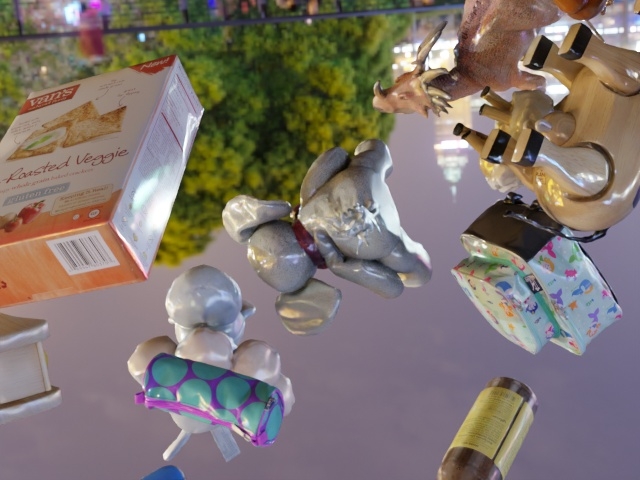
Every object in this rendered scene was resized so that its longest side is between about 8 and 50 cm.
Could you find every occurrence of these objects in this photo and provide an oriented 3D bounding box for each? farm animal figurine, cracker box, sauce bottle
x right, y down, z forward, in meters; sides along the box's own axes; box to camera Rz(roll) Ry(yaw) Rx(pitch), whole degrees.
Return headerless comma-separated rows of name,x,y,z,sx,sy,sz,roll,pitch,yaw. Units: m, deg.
farm animal figurine,0.284,-0.140,0.733,0.172,0.326,0.330,25,-163,-13
cracker box,-0.199,-0.055,0.705,0.156,0.067,0.232,-11,-141,16
sauce bottle,0.273,0.389,1.483,0.111,0.111,0.344,5,-143,37

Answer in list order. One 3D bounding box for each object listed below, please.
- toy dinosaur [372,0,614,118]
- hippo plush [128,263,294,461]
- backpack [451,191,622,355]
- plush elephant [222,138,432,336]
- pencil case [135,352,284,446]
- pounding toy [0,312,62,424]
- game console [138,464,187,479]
toy dinosaur,0.195,-0.242,0.963,0.200,0.295,0.127,7,-149,-28
hippo plush,-0.151,0.172,1.339,0.234,0.294,0.236,-2,-134,8
backpack,0.357,0.075,1.385,0.191,0.253,0.225,-47,-162,-5
plush elephant,0.000,0.000,1.375,0.255,0.271,0.330,-23,179,21
pencil case,-0.117,0.172,0.914,0.152,0.064,0.070,14,-141,15
pounding toy,-0.343,0.135,0.805,0.270,0.154,0.154,5,-161,36
game console,-0.248,0.536,1.303,0.250,0.293,0.173,-30,159,-1
